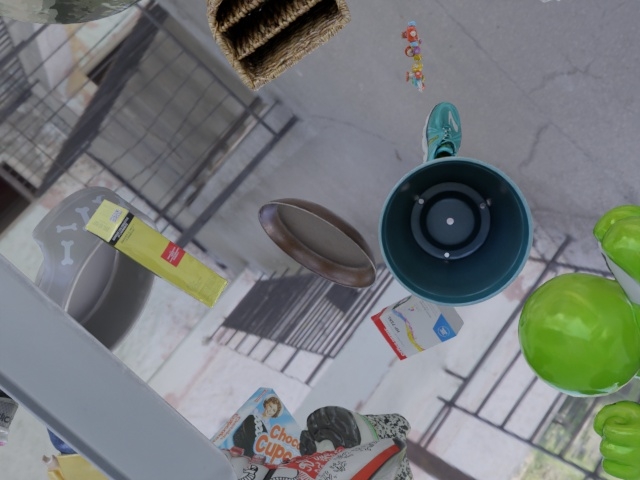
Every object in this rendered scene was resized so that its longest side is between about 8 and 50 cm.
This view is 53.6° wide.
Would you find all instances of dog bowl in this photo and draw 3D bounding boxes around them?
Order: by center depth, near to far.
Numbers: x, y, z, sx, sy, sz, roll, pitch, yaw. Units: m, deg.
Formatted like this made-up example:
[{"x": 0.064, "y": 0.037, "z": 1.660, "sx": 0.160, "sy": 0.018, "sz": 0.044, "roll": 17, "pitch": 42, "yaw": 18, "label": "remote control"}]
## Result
[{"x": -0.423, "y": 0.079, "z": 1.184, "sx": 0.102, "sy": 0.348, "sz": 0.348, "roll": 20, "pitch": 161, "yaw": 11, "label": "dog bowl"}]

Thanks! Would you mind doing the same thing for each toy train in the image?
[{"x": 0.222, "y": -0.445, "z": 1.549, "sx": 0.046, "sy": 0.125, "sz": 0.166, "roll": -3, "pitch": 105, "yaw": 16, "label": "toy train"}]

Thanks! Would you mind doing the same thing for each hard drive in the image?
[{"x": -0.203, "y": 0.077, "z": 0.459, "sx": 0.233, "sy": 0.047, "sz": 0.353, "roll": 46, "pitch": 157, "yaw": -13, "label": "hard drive"}]

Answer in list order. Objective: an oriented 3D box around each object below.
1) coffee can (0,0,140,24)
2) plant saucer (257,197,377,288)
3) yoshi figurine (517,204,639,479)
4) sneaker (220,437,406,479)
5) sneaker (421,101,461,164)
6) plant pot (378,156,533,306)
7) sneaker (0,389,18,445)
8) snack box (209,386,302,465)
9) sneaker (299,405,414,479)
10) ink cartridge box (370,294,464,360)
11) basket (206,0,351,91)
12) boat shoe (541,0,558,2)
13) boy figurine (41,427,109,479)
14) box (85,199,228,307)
[{"x": -0.238, "y": -0.353, "z": 0.517, "sx": 0.201, "sy": 0.202, "sz": 0.275, "roll": 88, "pitch": 168, "yaw": -71, "label": "coffee can"}, {"x": 0.000, "y": 0.000, "z": 1.436, "sx": 0.311, "sy": 0.050, "sz": 0.310, "roll": 27, "pitch": 156, "yaw": 13, "label": "plant saucer"}, {"x": 0.307, "y": 0.147, "z": 0.572, "sx": 0.362, "sy": 0.203, "sz": 0.203, "roll": 58, "pitch": 165, "yaw": -8, "label": "yoshi figurine"}, {"x": -0.025, "y": 0.252, "z": 0.670, "sx": 0.145, "sy": 0.270, "sz": 0.090, "roll": 26, "pitch": 116, "yaw": 28, "label": "sneaker"}, {"x": 0.320, "y": -0.236, "z": 1.630, "sx": 0.107, "sy": 0.275, "sz": 0.110, "roll": 10, "pitch": 163, "yaw": -5, "label": "sneaker"}, {"x": 0.263, "y": -0.028, "z": 1.254, "sx": 0.272, "sy": 0.271, "sz": 0.255, "roll": 38, "pitch": -168, "yaw": 4, "label": "plant pot"}, {"x": -0.405, "y": 0.175, "z": 0.719, "sx": 0.170, "sy": 0.074, "sz": 0.063, "roll": 10, "pitch": 152, "yaw": 26, "label": "sneaker"}, {"x": -0.098, "y": 0.514, "z": 1.429, "sx": 0.060, "sy": 0.187, "sz": 0.322, "roll": -11, "pitch": 117, "yaw": 52, "label": "snack box"}, {"x": 0.098, "y": 0.425, "z": 0.876, "sx": 0.182, "sy": 0.410, "sz": 0.158, "roll": -1, "pitch": 172, "yaw": -37, "label": "sneaker"}, {"x": 0.237, "y": 0.222, "z": 1.657, "sx": 0.231, "sy": 0.078, "sz": 0.134, "roll": -34, "pitch": 93, "yaw": 34, "label": "ink cartridge box"}, {"x": -0.111, "y": -0.538, "z": 1.445, "sx": 0.213, "sy": 0.299, "sz": 0.223, "roll": 45, "pitch": -157, "yaw": -40, "label": "basket"}, {"x": 0.327, "y": -0.378, "z": 0.896, "sx": 0.066, "sy": 0.184, "sz": 0.063, "roll": -36, "pitch": 101, "yaw": 29, "label": "boat shoe"}, {"x": -0.409, "y": 0.406, "z": 1.164, "sx": 0.092, "sy": 0.177, "sz": 0.285, "roll": -115, "pitch": 8, "yaw": -71, "label": "boy figurine"}, {"x": -0.256, "y": 0.026, "z": 1.015, "sx": 0.087, "sy": 0.058, "sz": 0.232, "roll": 19, "pitch": 163, "yaw": 45, "label": "box"}]
